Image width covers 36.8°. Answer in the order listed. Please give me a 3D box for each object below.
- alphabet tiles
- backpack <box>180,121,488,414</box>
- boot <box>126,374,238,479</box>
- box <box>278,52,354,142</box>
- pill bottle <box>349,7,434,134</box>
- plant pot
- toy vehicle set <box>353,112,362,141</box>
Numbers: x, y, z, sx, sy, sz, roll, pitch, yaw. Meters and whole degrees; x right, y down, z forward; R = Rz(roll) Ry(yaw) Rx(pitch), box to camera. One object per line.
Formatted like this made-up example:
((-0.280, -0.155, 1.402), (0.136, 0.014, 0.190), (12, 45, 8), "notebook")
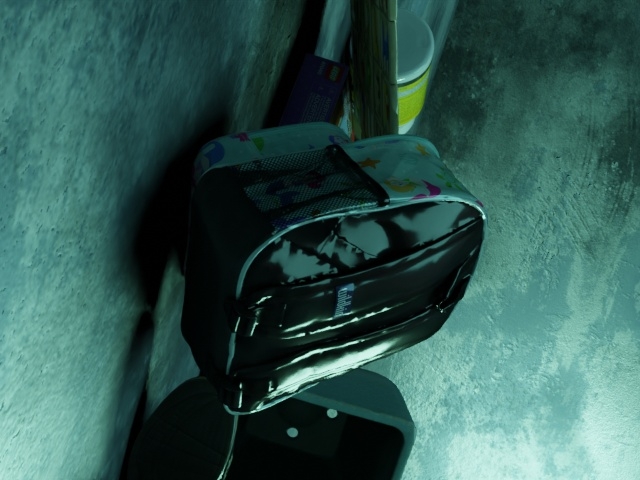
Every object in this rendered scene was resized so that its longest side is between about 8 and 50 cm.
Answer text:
((0.052, -0.197, 0.989), (0.285, 0.011, 0.342), (-102, -172, -65), "alphabet tiles")
((0.008, 0.012, 0.828), (0.225, 0.254, 0.191), (101, -31, -43), "backpack")
((-0.129, 0.210, 0.965), (0.178, 0.085, 0.236), (-56, 169, -72), "boot")
((-0.016, -0.077, 1.185), (0.293, 0.057, 0.200), (75, 35, -77), "box")
((0.100, -0.237, 1.414), (0.208, 0.119, 0.119), (88, 22, -69), "pill bottle")
((-0.031, 0.257, 1.227), (0.252, 0.247, 0.247), (-76, -178, -75), "plant pot")
((0.072, -0.035, 1.432), (0.166, 0.035, 0.266), (50, -33, 45), "toy vehicle set")
